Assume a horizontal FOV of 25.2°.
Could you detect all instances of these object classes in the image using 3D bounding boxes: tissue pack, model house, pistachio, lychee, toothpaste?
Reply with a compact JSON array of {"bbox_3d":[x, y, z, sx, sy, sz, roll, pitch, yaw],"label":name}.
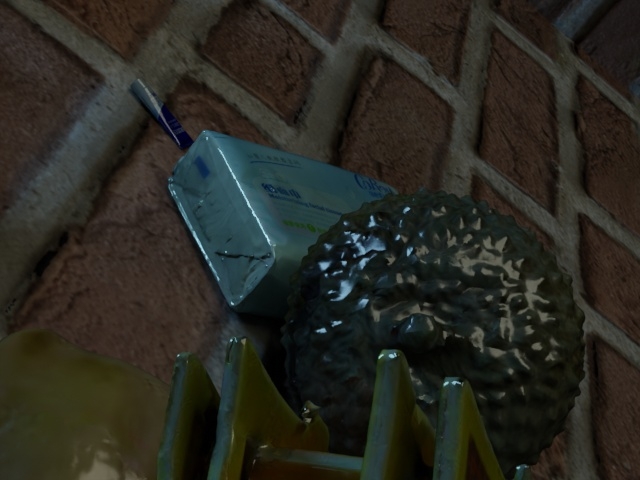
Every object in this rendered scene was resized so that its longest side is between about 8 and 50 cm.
[{"bbox_3d":[0.000,0.000,1.349,0.263,0.089,0.177,17,34,-45],"label":"tissue pack"},{"bbox_3d":[-0.041,0.210,0.619,0.357,0.242,0.313,-36,124,-59],"label":"model house"},{"bbox_3d":[-0.142,0.184,0.773,0.213,0.162,0.260,47,40,-27],"label":"pistachio"},{"bbox_3d":[0.091,0.085,1.187,0.255,0.255,0.274,45,-2,4],"label":"lychee"},{"bbox_3d":[-0.155,-0.124,1.406,0.083,0.015,0.024,51,34,6],"label":"toothpaste"}]
